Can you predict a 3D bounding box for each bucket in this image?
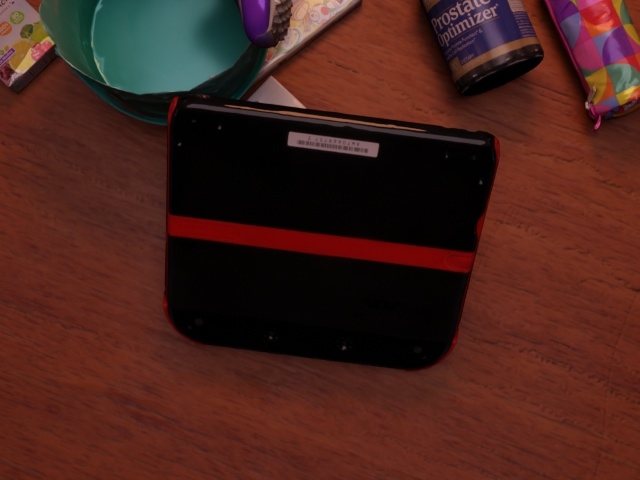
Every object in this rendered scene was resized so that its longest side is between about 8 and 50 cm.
[{"bbox_3d":[-0.193,-0.286,1.140,0.281,0.183,0.281,0,84,0],"label":"bucket"}]

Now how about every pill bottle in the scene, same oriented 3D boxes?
[{"bbox_3d":[0.199,-0.314,1.204,0.122,0.123,0.219,-22,85,-3],"label":"pill bottle"}]

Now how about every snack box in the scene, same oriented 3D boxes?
[{"bbox_3d":[-0.430,-0.285,1.234,0.141,0.037,0.100,45,84,4],"label":"snack box"}]

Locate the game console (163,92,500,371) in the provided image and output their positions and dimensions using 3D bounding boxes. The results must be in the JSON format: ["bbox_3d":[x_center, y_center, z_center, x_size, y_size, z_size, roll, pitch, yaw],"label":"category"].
[{"bbox_3d":[0.000,0.000,1.115,0.386,0.060,0.342,7,118,-1],"label":"game console"}]

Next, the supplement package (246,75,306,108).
[{"bbox_3d":[-0.032,-0.108,1.188,0.179,0.105,0.105,43,87,4],"label":"supplement package"}]

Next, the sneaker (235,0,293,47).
[{"bbox_3d":[-0.114,-0.345,1.012,0.146,0.102,0.293,-9,79,2],"label":"sneaker"}]

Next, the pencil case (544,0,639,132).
[{"bbox_3d":[0.370,-0.272,1.216,0.104,0.104,0.236,-19,84,-3],"label":"pencil case"}]

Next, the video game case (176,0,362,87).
[{"bbox_3d":[-0.090,-0.357,1.252,0.206,0.026,0.227,-38,86,-4],"label":"video game case"}]
